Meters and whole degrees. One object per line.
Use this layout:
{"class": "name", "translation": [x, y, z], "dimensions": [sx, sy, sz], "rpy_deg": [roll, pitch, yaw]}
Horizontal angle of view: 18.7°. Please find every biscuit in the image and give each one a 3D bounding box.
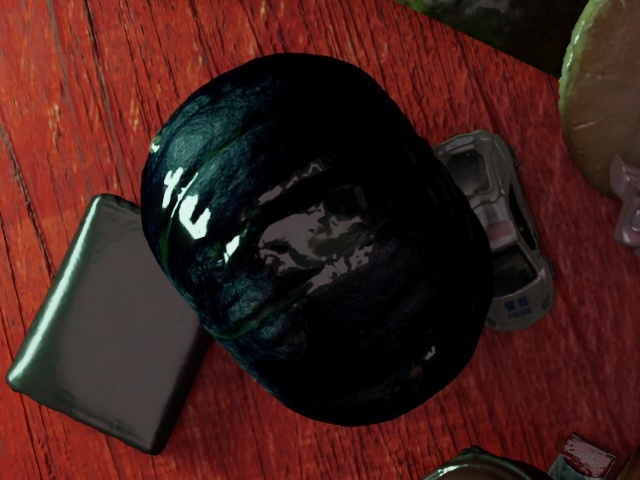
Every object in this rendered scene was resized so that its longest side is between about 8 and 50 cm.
{"class": "biscuit", "translation": [0.319, -0.163, 1.866], "dimensions": [0.188, 0.040, 0.265], "rpy_deg": [1, 112, -22]}

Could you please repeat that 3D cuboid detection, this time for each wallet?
{"class": "wallet", "translation": [-0.198, 0.083, 1.976], "dimensions": [0.182, 0.049, 0.229], "rpy_deg": [25, 92, 7]}

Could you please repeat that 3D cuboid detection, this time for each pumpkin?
{"class": "pumpkin", "translation": [0.000, 0.000, 1.793], "dimensions": [0.266, 0.363, 0.363], "rpy_deg": [-39, 86, -3]}

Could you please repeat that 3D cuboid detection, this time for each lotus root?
{"class": "lotus root", "translation": [0.153, -0.286, 1.878], "dimensions": [0.314, 0.142, 0.210], "rpy_deg": [16, 92, 6]}

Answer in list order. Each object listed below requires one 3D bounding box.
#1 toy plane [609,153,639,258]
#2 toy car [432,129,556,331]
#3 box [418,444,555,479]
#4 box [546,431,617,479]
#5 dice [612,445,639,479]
{"class": "toy plane", "translation": [0.393, -0.042, 1.851], "dimensions": [0.252, 0.118, 0.252], "rpy_deg": [-5, 109, -13]}
{"class": "toy car", "translation": [0.169, -0.009, 1.921], "dimensions": [0.095, 0.056, 0.205], "rpy_deg": [-19, 87, 6]}
{"class": "box", "translation": [0.109, 0.375, 1.818], "dimensions": [0.404, 0.108, 0.263], "rpy_deg": [-44, 71, 36]}
{"class": "box", "translation": [0.220, 0.296, 1.925], "dimensions": [0.055, 0.039, 0.218], "rpy_deg": [28, 94, 8]}
{"class": "dice", "translation": [0.338, 0.311, 1.843], "dimensions": [0.179, 0.175, 0.174], "rpy_deg": [29, 94, 3]}
